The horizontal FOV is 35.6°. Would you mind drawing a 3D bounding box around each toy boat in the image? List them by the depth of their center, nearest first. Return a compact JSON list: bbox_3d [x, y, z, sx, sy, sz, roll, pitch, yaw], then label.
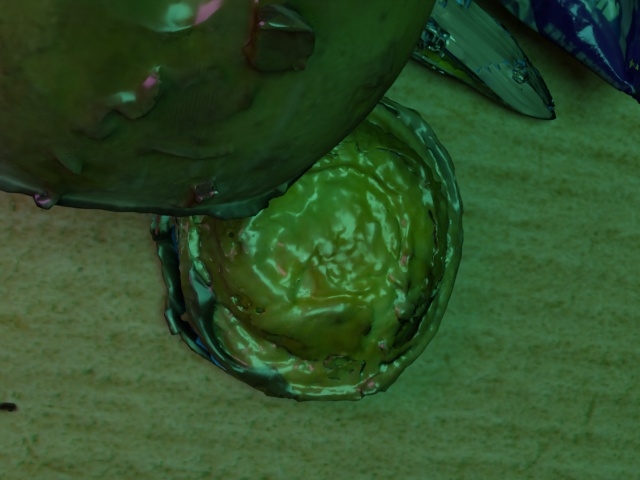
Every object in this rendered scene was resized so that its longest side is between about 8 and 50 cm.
[{"bbox_3d":[0.141,-0.170,0.893,0.210,0.066,0.084,35,78,-22],"label":"toy boat"}]

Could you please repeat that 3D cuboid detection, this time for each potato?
[{"bbox_3d":[-0.116,-0.250,0.623,0.442,0.319,0.385,17,58,-17],"label":"potato"}]

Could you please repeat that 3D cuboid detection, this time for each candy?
[{"bbox_3d":[0.203,-0.240,0.886,0.275,0.070,0.145,36,50,-15],"label":"candy"}]

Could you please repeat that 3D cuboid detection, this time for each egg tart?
[{"bbox_3d":[0.000,0.000,0.832,0.291,0.107,0.290,0,90,-16],"label":"egg tart"}]
